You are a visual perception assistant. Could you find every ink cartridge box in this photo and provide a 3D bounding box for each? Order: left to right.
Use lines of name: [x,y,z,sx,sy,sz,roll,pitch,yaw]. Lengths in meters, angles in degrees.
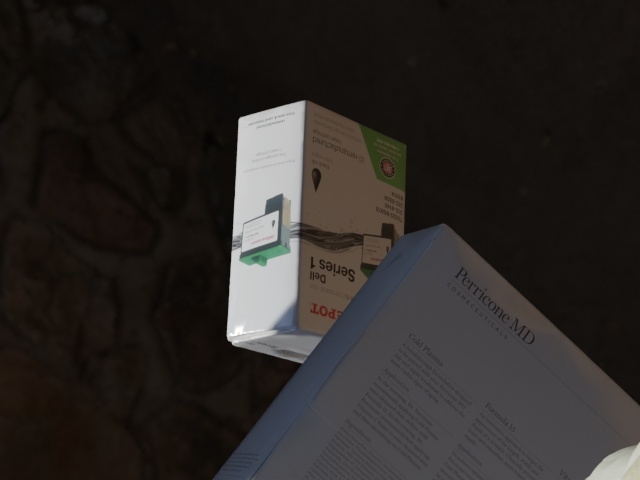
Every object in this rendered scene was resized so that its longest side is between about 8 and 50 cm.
ink cartridge box: [0.000,0.000,1.389,0.092,0.160,0.219,-11,70,39]

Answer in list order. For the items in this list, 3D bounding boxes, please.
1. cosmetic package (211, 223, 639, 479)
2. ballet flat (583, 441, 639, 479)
cosmetic package: [0.131,0.217,1.129,0.377,0.284,0.097,43,163,-11]
ballet flat: [0.128,0.135,0.585,0.086,0.086,0.248,32,128,28]
